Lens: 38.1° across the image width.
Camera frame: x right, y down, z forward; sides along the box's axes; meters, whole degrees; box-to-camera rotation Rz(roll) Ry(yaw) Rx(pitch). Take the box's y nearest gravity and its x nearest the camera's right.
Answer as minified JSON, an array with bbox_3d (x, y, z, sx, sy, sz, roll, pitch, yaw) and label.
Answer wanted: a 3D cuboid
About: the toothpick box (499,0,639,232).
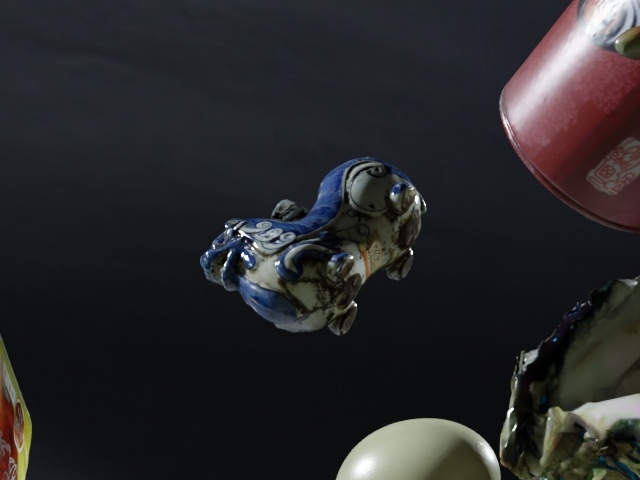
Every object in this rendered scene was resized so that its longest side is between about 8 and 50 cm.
[{"bbox_3d":[0.324,-0.184,0.770,0.204,0.333,0.204,17,47,-19],"label":"toothpick box"}]

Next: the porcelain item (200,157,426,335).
[{"bbox_3d":[0.000,0.000,1.151,0.186,0.138,0.288,22,46,29],"label":"porcelain item"}]

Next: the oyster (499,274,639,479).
[{"bbox_3d":[0.233,0.103,0.536,0.259,0.092,0.198,-1,43,-16],"label":"oyster"}]

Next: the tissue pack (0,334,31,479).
[{"bbox_3d":[-0.171,0.063,0.329,0.106,0.149,0.099,-1,50,-5],"label":"tissue pack"}]

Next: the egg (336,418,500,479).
[{"bbox_3d":[0.130,0.338,1.263,0.186,0.241,0.186,49,23,-31],"label":"egg"}]

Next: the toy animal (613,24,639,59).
[{"bbox_3d":[0.244,-0.031,0.317,0.157,0.097,0.312,-1,39,-11],"label":"toy animal"}]
